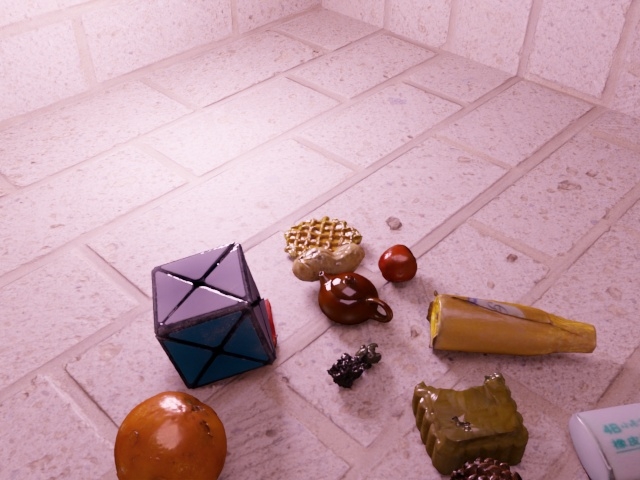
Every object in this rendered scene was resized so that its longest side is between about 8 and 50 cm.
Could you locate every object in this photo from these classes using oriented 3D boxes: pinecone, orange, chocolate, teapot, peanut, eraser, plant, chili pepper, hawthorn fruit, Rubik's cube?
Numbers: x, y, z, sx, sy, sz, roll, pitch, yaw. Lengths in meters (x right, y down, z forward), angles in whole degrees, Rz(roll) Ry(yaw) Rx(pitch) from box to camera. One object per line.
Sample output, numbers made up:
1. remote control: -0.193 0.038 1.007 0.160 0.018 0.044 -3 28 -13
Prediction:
1. pinecone: 0.359 0.559 1.373 0.179 0.150 0.195 -20 44 -22
2. orange: -0.330 0.462 1.421 0.246 0.246 0.246 0 40 0
3. chocolate: 0.521 0.236 1.764 0.446 0.162 0.162 5 40 3
4. teapot: 0.098 0.162 1.859 0.252 0.135 0.178 24 49 27
5. peanut: 0.026 0.069 1.961 0.230 0.103 0.098 -8 57 -14
6. eraser: 0.756 0.476 1.513 0.290 0.104 0.189 -7 37 -9
7. plant: 0.098 0.327 1.708 0.174 0.087 0.085 -27 82 -33
8. chili pepper: -0.154 0.248 1.820 0.059 0.050 0.268 -21 38 12
9. hawthorn fruit: 0.236 0.072 1.984 0.128 0.128 0.128 0 40 0
10. Rubik's cube: -0.279 0.195 1.687 0.260 0.259 0.254 -20 44 -1

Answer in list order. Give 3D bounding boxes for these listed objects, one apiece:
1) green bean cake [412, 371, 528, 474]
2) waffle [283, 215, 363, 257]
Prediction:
1. green bean cake: 0.356 0.426 1.552 0.236 0.124 0.233 -7 40 -8
2. waffle: 0.000 0.000 2.107 0.243 0.058 0.238 -24 46 -22
